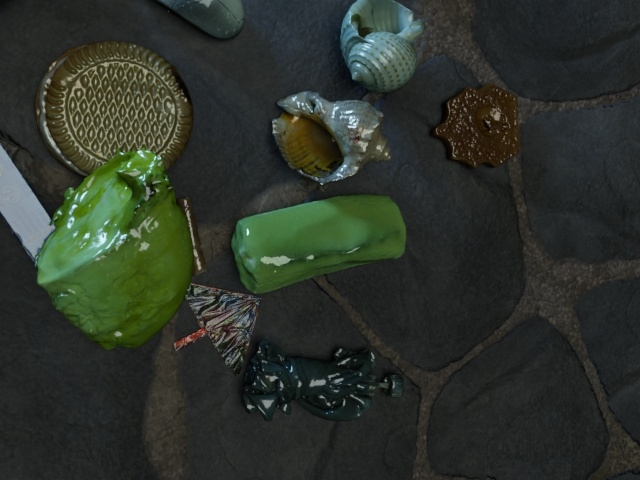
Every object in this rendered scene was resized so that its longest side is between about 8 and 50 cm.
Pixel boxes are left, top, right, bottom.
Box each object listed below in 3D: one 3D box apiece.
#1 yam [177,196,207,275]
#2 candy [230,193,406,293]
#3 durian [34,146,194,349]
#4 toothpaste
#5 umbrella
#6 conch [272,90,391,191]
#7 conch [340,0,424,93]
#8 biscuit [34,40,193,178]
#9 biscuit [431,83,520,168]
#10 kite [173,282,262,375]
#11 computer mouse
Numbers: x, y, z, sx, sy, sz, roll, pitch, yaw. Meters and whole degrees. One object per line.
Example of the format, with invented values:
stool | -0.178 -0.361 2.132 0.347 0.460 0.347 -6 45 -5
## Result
yam | -0.238 -0.008 1.171 0.032 0.032 0.145 -13 97 -20
candy | 0.000 0.000 1.221 0.343 0.132 0.142 -11 55 -22
durian | -0.324 0.027 1.037 0.256 0.204 0.340 -40 144 -21
toothpaste | -0.504 -0.064 1.052 0.066 0.053 0.272 -35 104 -20
umbrella | 0.018 0.281 1.257 0.349 0.094 0.143 10 94 -24
conch | 0.015 -0.193 1.198 0.245 0.163 0.178 30 64 9
conch | 0.114 -0.369 1.235 0.172 0.131 0.200 42 48 7
biscuit | -0.348 -0.218 1.087 0.259 0.079 0.259 -1 93 -21
biscuit | 0.334 -0.245 1.379 0.215 0.034 0.182 -8 96 -19
kite | -0.196 0.151 1.208 0.189 0.009 0.232 -31 103 -16
computer mouse | -0.230 -0.448 1.125 0.229 0.068 0.113 31 80 -20
